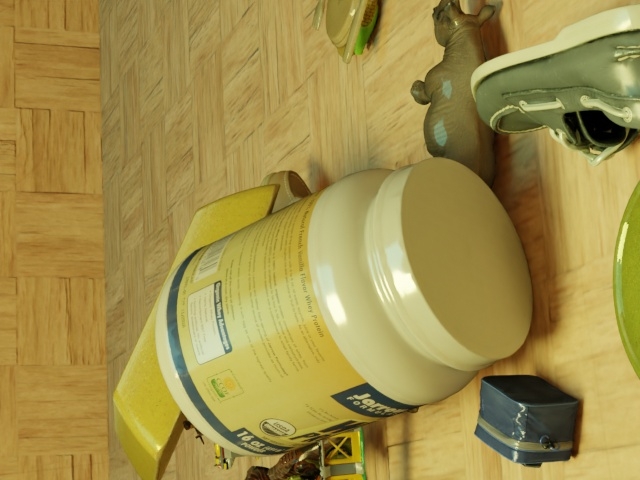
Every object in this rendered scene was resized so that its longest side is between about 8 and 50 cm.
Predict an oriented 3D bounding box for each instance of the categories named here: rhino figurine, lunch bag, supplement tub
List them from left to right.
[{"bbox_3d":[0.021,0.066,1.326,0.316,0.228,0.228,-25,62,38],"label":"supplement tub"},{"bbox_3d":[0.136,-0.146,1.377,0.106,0.073,0.243,167,105,-73],"label":"rhino figurine"},{"bbox_3d":[0.184,0.164,1.231,0.098,0.067,0.065,-147,60,-65],"label":"lunch bag"}]

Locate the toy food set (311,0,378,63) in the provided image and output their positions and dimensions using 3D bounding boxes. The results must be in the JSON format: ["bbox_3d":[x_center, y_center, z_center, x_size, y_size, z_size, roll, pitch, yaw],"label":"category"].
[{"bbox_3d":[0.041,-0.293,1.708,0.192,0.038,0.132,-120,43,-64],"label":"toy food set"}]

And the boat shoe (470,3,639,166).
[{"bbox_3d":[0.207,-0.110,1.113,0.319,0.116,0.099,161,103,-73],"label":"boat shoe"}]

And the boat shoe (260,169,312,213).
[{"bbox_3d":[0.000,0.000,1.721,0.098,0.109,0.302,-39,35,16],"label":"boat shoe"}]

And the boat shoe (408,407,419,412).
[{"bbox_3d":[0.084,0.151,1.530,0.060,0.064,0.178,-57,9,-10],"label":"boat shoe"}]

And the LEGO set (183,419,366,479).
[{"bbox_3d":[-0.060,0.250,1.603,0.331,0.192,0.255,-121,28,-76],"label":"LEGO set"}]

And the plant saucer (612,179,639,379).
[{"bbox_3d":[0.280,0.028,1.023,0.241,0.037,0.241,-179,90,-70],"label":"plant saucer"}]

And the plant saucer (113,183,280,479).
[{"bbox_3d":[-0.159,0.111,1.618,0.333,0.081,0.333,113,180,-72],"label":"plant saucer"}]
